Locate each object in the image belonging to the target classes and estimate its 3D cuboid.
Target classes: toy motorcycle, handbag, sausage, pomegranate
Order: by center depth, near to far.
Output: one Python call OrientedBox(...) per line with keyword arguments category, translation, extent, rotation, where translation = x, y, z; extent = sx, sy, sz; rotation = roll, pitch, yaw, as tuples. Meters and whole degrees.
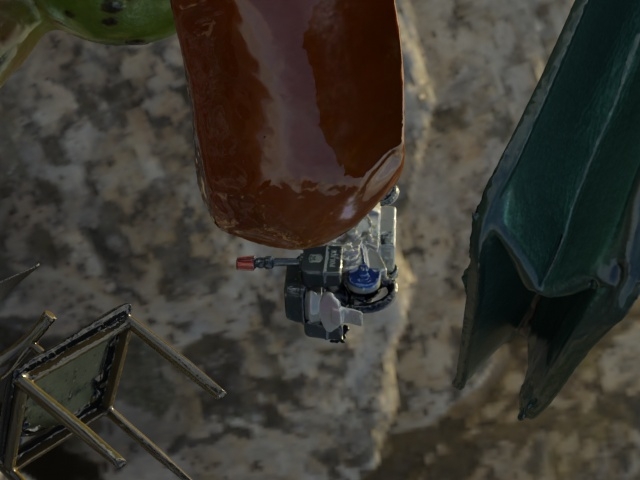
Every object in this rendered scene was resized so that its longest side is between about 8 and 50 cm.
OrientedBox(category="handbag", translation=(0.164, -0.076, 0.853), extent=(0.089, 0.238, 0.326), rotation=(20, 66, 7))
OrientedBox(category="sausage", translation=(-0.023, -0.121, 0.944), extent=(0.153, 0.141, 0.268), rotation=(-108, -169, -64))
OrientedBox(category="pomegranate", translation=(-0.207, -0.248, 1.160), extent=(0.231, 0.286, 0.231), rotation=(64, 4, -9))
OrientedBox(category="toy motorcycle", translation=(0.000, 0.000, 1.359), extent=(0.221, 0.150, 0.102), rotation=(-86, 178, -51))

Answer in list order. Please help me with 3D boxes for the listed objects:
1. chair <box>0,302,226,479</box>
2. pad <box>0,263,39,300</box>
OrientedBox(category="chair", translation=(-0.264, 0.163, 1.506), extent=(0.272, 0.166, 0.188), rotation=(35, 40, 20))
OrientedBox(category="pad", translation=(-0.510, 0.123, 1.899), extent=(0.202, 0.300, 0.005), rotation=(-27, 84, -44))
